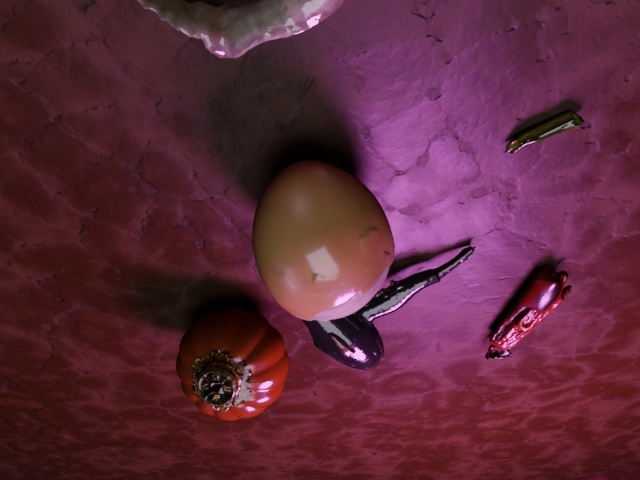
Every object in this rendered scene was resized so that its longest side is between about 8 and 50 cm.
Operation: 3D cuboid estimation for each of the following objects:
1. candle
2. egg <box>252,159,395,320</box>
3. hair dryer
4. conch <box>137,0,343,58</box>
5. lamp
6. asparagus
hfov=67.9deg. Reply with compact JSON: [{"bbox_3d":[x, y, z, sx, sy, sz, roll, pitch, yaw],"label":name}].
[{"bbox_3d":[0.412,0.163,0.980,0.084,0.059,0.302,17,133,-4],"label":"candle"},{"bbox_3d":[0.000,0.000,0.680,0.200,0.201,0.245,-13,127,11],"label":"egg"},{"bbox_3d":[0.110,0.078,0.873,0.359,0.120,0.304,-33,116,15],"label":"hair dryer"},{"bbox_3d":[-0.049,-0.309,0.355,0.352,0.210,0.297,39,118,-7],"label":"conch"},{"bbox_3d":[-0.172,0.240,0.932,0.223,0.196,0.224,2,102,7],"label":"lamp"},{"bbox_3d":[0.309,-0.148,0.662,0.108,0.025,0.021,-24,143,21],"label":"asparagus"}]
